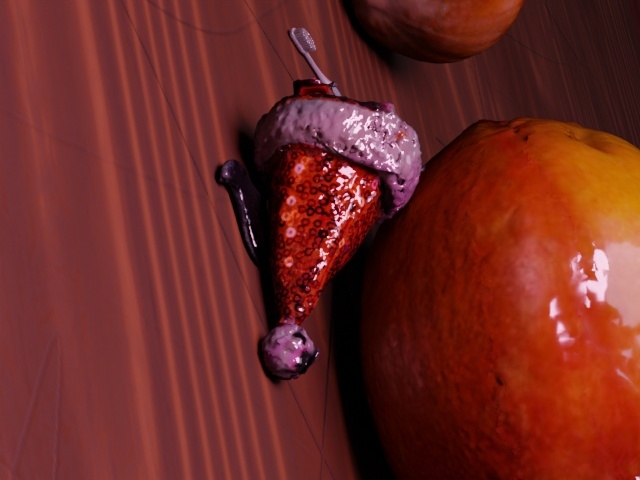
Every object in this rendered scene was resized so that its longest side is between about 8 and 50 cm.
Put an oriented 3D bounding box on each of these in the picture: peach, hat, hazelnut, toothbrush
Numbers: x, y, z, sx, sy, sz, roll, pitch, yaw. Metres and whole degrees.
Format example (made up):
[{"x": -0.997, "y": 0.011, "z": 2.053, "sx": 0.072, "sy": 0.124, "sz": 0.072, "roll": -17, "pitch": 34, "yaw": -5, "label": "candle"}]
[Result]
[{"x": 0.177, "y": 0.078, "z": 1.276, "sx": 0.372, "sy": 0.290, "sz": 0.373, "roll": 45, "pitch": 37, "yaw": -48, "label": "peach"}, {"x": -0.002, "y": 0.001, "z": 1.195, "sx": 0.140, "sy": 0.128, "sz": 0.227, "roll": 74, "pitch": 26, "yaw": -59, "label": "hat"}, {"x": 0.107, "y": -0.246, "z": 1.591, "sx": 0.182, "sy": 0.182, "sz": 0.182, "roll": 52, "pitch": 27, "yaw": -42, "label": "hazelnut"}, {"x": 0.016, "y": -0.124, "z": 1.446, "sx": 0.167, "sy": 0.014, "sz": 0.011, "roll": 55, "pitch": 42, "yaw": -38, "label": "toothbrush"}]
